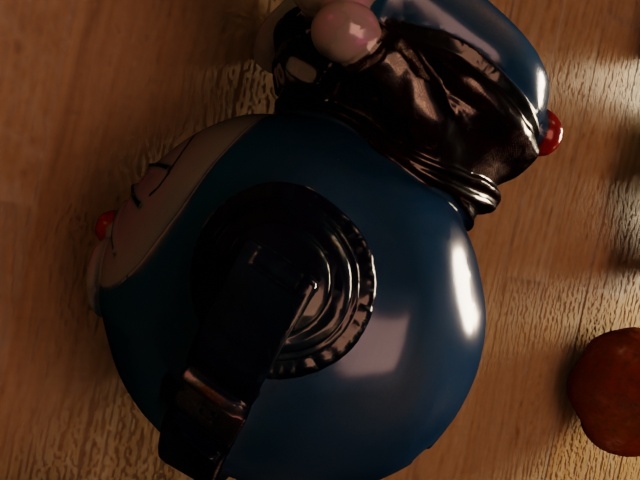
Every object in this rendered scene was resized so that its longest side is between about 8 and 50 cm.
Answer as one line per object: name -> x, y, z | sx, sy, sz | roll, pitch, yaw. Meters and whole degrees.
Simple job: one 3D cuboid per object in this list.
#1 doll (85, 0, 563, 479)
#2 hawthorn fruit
doll -> 0.000, 0.000, 0.582 | 0.240, 0.284, 0.310 | 32, 82, 5
hawthorn fruit -> 0.308, 0.145, 0.937 | 0.125, 0.140, 0.125 | 2, 90, -71
